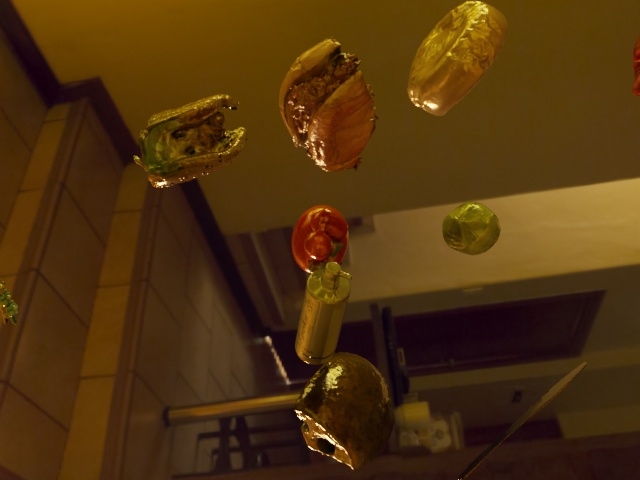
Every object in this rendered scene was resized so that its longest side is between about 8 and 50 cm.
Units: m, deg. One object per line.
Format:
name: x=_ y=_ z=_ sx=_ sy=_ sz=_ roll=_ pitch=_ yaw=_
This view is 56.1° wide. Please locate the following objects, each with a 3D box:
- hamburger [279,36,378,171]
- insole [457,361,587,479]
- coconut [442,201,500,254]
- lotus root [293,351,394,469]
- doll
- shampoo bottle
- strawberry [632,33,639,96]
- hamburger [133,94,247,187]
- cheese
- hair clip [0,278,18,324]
hamburger: x=0.014 y=-0.262 z=1.220 sx=0.245 sy=0.282 sz=0.155 roll=-4 pitch=52 yaw=-45
insole: x=0.293 y=0.263 z=0.873 sx=0.005 sy=0.253 sz=0.086 roll=47 pitch=4 yaw=18
coconut: x=0.239 y=-0.019 z=0.958 sx=0.096 sy=0.088 sz=0.087 roll=30 pitch=46 yaw=-46
lotus root: x=0.080 y=0.363 z=1.320 sx=0.314 sy=0.142 sz=0.209 roll=-31 pitch=116 yaw=-57
doll: x=0.000 y=0.000 z=1.351 sx=0.290 sy=0.130 sz=0.160 roll=105 pitch=1 yaw=-83
shampoo bottle: x=0.005 y=0.134 z=1.150 sx=0.262 sy=0.085 sz=0.085 roll=100 pitch=-10 yaw=-46
strawberry: x=0.411 y=-0.190 z=0.412 sx=0.295 sy=0.318 sz=0.345 roll=-58 pitch=154 yaw=-9
hamburger: x=-0.324 y=-0.238 z=1.461 sx=0.192 sy=0.288 sz=0.167 roll=-96 pitch=167 yaw=-67
cheese: x=0.268 y=-0.361 z=1.205 sx=0.213 sy=0.117 sz=0.226 roll=-64 pitch=-166 yaw=-17
hair clip: x=-0.817 y=0.153 z=1.552 sx=0.049 sy=0.049 sz=0.172 roll=-93 pitch=-178 yaw=-48
